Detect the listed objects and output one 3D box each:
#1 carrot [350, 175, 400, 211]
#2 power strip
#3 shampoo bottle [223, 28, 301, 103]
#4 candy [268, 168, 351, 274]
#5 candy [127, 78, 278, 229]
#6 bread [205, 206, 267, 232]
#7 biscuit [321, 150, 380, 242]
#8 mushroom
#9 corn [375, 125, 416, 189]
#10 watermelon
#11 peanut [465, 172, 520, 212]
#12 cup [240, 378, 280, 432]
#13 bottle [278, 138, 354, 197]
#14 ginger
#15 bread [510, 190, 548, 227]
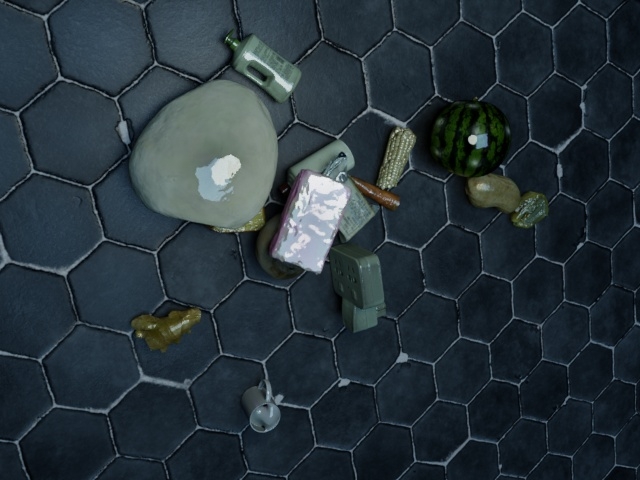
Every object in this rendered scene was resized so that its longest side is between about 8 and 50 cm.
[{"bbox_3d":[0.158,-0.166,1.883,0.224,0.057,0.057,25,92,-20],"label":"carrot"},{"bbox_3d":[0.136,0.149,1.840,0.141,0.229,0.261,-13,106,-20],"label":"power strip"},{"bbox_3d":[-0.175,-0.506,1.651,0.234,0.087,0.118,33,88,-24],"label":"shampoo bottle"},{"bbox_3d":[-0.032,-0.053,1.604,0.155,0.116,0.265,21,91,-16],"label":"candy"},{"bbox_3d":[-0.299,-0.240,1.587,0.385,0.186,0.427,27,79,-13],"label":"candy"},{"bbox_3d":[-0.248,-0.075,1.733,0.187,0.065,0.103,1,107,-20],"label":"bread"},{"bbox_3d":[0.070,-0.119,1.775,0.186,0.079,0.309,-45,137,-1],"label":"biscuit"},{"bbox_3d":[-0.088,0.020,1.740,0.226,0.178,0.227,-25,143,-21],"label":"mushroom"},{"bbox_3d":[0.245,-0.264,1.877,0.086,0.087,0.211,14,100,-24],"label":"corn"},{"bbox_3d":[0.482,-0.331,1.866,0.268,0.269,0.269,-5,103,-21],"label":"watermelon"},{"bbox_3d":[0.605,-0.167,2.020,0.253,0.137,0.122,12,52,-24],"label":"peanut"},{"bbox_3d":[-0.182,0.524,1.849,0.099,0.133,0.136,42,85,-23],"label":"cup"},{"bbox_3d":[-0.020,-0.208,1.769,0.245,0.104,0.104,-33,111,-13],"label":"bottle"},{"bbox_3d":[-0.451,0.266,1.715,0.205,0.081,0.115,-10,74,-11],"label":"ginger"},{"bbox_3d":[0.766,-0.109,2.124,0.156,0.064,0.118,-38,111,-11],"label":"bread"}]
